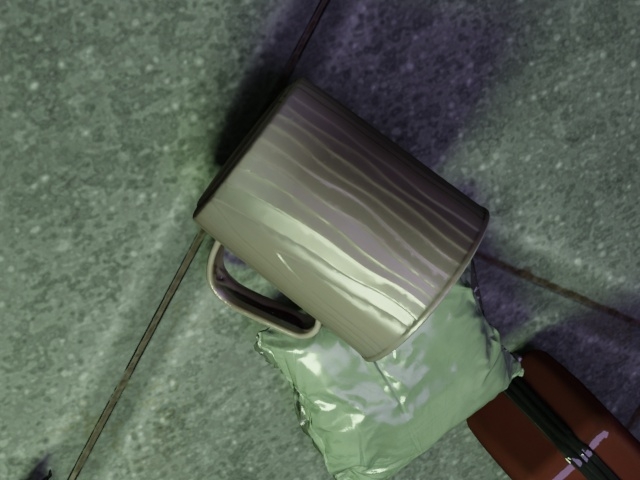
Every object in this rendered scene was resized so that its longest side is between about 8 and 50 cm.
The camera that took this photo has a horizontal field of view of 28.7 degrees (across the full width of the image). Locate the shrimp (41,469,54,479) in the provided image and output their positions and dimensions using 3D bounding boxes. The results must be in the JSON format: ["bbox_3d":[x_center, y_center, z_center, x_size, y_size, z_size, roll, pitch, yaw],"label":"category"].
[{"bbox_3d":[-0.436,0.382,1.504,0.178,0.075,0.289,23,116,-29],"label":"shrimp"}]

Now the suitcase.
[{"bbox_3d":[0.359,0.310,1.730,0.161,0.236,0.297,-44,123,1],"label":"suitcase"}]

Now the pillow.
[{"bbox_3d":[0.097,0.148,1.589,0.310,0.138,0.283,-33,120,-5],"label":"pillow"}]

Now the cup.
[{"bbox_3d":[0.010,-0.015,1.408,0.273,0.288,0.208,37,65,-8],"label":"cup"}]
